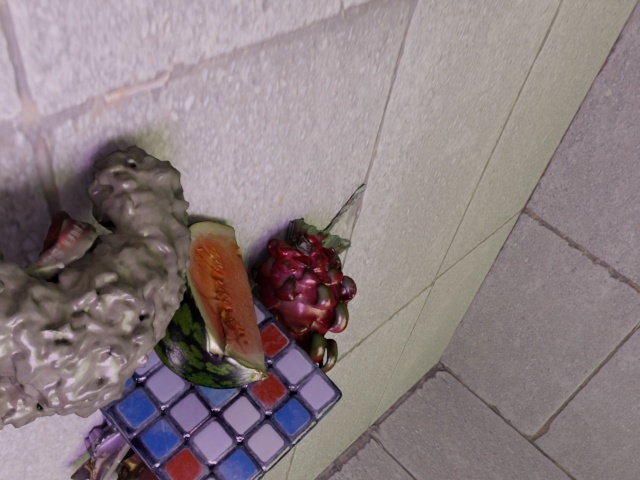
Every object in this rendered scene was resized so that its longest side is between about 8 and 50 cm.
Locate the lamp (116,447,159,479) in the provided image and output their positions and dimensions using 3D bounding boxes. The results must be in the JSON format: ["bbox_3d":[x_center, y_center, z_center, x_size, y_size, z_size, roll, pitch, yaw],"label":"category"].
[{"bbox_3d":[-0.281,0.485,1.243,0.303,0.257,0.303,-38,-166,11],"label":"lamp"}]

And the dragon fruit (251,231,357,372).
[{"bbox_3d":[-0.035,0.127,1.166,0.219,0.272,0.198,-15,154,-12],"label":"dragon fruit"}]

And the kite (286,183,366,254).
[{"bbox_3d":[0.000,0.000,1.336,0.314,0.011,0.335,-52,157,7],"label":"kite"}]

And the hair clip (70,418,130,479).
[{"bbox_3d":[-0.356,0.353,1.165,0.292,0.085,0.106,-46,154,-22],"label":"hair clip"}]

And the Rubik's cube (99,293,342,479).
[{"bbox_3d":[-0.179,0.276,1.024,0.287,0.293,0.292,-39,167,-24],"label":"Rubik's cube"}]

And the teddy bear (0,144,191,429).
[{"bbox_3d":[-0.317,0.102,0.733,0.367,0.224,0.357,-39,-172,41],"label":"teddy bear"}]

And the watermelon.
[{"bbox_3d":[-0.181,0.065,0.879,0.159,0.303,0.128,-10,134,-9],"label":"watermelon"}]
